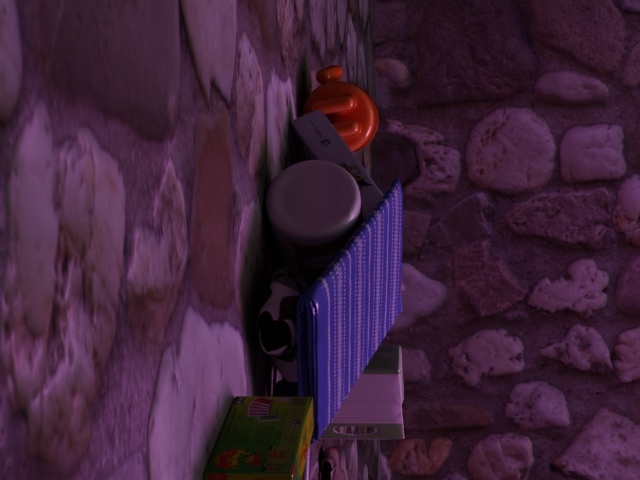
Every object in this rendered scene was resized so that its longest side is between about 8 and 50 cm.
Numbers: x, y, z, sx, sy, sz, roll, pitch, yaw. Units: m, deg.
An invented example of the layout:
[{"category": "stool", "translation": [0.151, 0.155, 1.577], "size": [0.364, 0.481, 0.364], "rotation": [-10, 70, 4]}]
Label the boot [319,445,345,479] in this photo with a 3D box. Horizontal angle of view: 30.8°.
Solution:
[{"category": "boot", "translation": [0.018, 0.446, 2.198], "size": [0.087, 0.042, 0.118], "rotation": [-45, 133, -72]}]

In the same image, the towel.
[{"category": "towel", "translation": [0.041, 0.092, 1.600], "size": [0.336, 0.040, 0.243], "rotation": [-51, 148, -52]}]

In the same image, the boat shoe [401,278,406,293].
[{"category": "boat shoe", "translation": [0.050, 0.053, 2.135], "size": [0.132, 0.130, 0.355], "rotation": [60, -4, -7]}]

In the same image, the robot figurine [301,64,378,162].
[{"category": "robot figurine", "translation": [0.036, -0.214, 2.016], "size": [0.128, 0.158, 0.219], "rotation": [-49, 178, 8]}]

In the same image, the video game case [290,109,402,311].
[{"category": "video game case", "translation": [0.043, -0.036, 1.865], "size": [0.244, 0.061, 0.269], "rotation": [55, -16, 36]}]

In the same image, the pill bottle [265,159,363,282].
[{"category": "pill bottle", "translation": [0.000, 0.000, 1.665], "size": [0.229, 0.131, 0.131], "rotation": [79, 12, -57]}]

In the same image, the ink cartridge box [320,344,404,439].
[{"category": "ink cartridge box", "translation": [0.054, 0.254, 1.929], "size": [0.235, 0.171, 0.056], "rotation": [81, 11, -54]}]

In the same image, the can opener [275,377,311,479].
[{"category": "can opener", "translation": [-0.013, 0.218, 1.639], "size": [0.076, 0.095, 0.283], "rotation": [125, -30, -65]}]

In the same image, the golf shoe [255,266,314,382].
[{"category": "golf shoe", "translation": [-0.054, 0.129, 1.525], "size": [0.094, 0.077, 0.198], "rotation": [-54, 150, -41]}]

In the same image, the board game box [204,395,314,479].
[{"category": "board game box", "translation": [-0.063, 0.228, 1.270], "size": [0.181, 0.092, 0.043], "rotation": [-71, 159, -71]}]
